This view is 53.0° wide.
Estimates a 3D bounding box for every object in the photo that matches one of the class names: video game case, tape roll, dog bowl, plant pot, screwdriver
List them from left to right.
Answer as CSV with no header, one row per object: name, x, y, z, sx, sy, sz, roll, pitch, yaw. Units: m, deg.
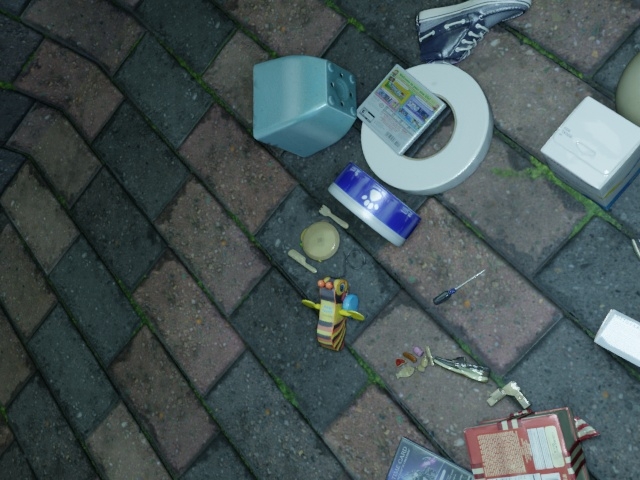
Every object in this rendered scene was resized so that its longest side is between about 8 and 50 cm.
plant pot,-0.029,-0.424,1.952,0.252,0.248,0.247,-12,74,38
dog bowl,0.153,-0.102,1.811,0.265,0.265,0.104,41,97,28
video game case,0.230,-0.384,1.883,0.193,0.023,0.212,-48,62,12
tape roll,0.308,-0.327,1.885,0.392,0.072,0.392,-6,76,27
video game case,0.305,0.677,1.716,0.274,0.026,0.196,21,90,30
screwdriver,0.385,0.127,1.782,0.170,0.025,0.024,-37,66,17
plant pot,0.857,-0.381,1.541,0.284,0.191,0.284,-6,77,27

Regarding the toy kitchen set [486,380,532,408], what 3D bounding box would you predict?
toy kitchen set,0.481,0.415,1.650,0.083,0.068,0.075,-43,64,14

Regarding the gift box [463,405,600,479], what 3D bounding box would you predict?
gift box,0.514,0.530,1.502,0.276,0.258,0.255,-12,75,24

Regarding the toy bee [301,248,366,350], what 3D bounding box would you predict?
toy bee,0.029,0.171,1.883,0.195,0.162,0.298,-14,74,27

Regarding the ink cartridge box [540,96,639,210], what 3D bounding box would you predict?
ink cartridge box,0.678,-0.208,1.575,0.171,0.233,0.168,43,101,27

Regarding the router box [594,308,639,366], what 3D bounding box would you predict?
router box,0.780,0.273,1.389,0.335,0.301,0.082,30,95,28

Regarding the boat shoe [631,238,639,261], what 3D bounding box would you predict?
boat shoe,0.805,0.052,1.563,0.043,0.049,0.137,-28,71,17

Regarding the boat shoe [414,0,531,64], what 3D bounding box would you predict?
boat shoe,0.438,-0.601,1.854,0.340,0.127,0.158,-3,85,35

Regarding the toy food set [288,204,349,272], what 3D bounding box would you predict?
toy food set,0.000,0.000,2.006,0.132,0.038,0.192,38,93,21

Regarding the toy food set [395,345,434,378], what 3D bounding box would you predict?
toy food set,0.262,0.340,1.809,0.122,0.019,0.078,-24,70,30

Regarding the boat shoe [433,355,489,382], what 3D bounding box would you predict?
boat shoe,0.381,0.337,1.730,0.152,0.056,0.049,18,84,20
